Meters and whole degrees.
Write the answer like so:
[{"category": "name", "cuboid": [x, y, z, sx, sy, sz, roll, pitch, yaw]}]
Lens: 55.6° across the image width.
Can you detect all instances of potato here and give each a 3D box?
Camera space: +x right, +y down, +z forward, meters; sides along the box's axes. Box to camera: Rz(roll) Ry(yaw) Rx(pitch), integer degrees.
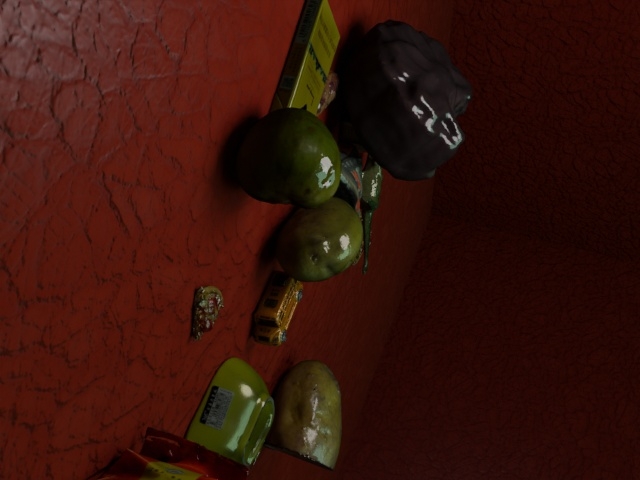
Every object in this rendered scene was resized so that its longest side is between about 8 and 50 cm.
[{"category": "potato", "cuboid": [-0.032, 0.447, 1.613, 0.229, 0.230, 0.265, 73, 31, -62]}, {"category": "potato", "cuboid": [-0.002, 0.000, 1.323, 0.228, 0.197, 0.148, -112, -165, -65]}]

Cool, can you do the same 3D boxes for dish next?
[{"category": "dish", "cuboid": [-0.170, 0.377, 1.227, 0.221, 0.109, 0.262, 86, 24, -46]}]

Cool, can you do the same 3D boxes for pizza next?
[{"category": "pizza", "cuboid": [-0.190, 0.118, 1.069, 0.099, 0.029, 0.100, -33, 136, -69]}, {"category": "pizza", "cuboid": [0.137, -0.026, 2.007, 0.198, 0.062, 0.188, 86, 22, -45]}]

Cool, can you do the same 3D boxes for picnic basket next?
[{"category": "picnic basket", "cuboid": [0.128, -0.307, 1.620, 0.164, 0.115, 0.079, -58, 155, -47]}]

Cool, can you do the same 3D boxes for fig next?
[{"category": "fig", "cuboid": [-0.051, -0.142, 1.045, 0.181, 0.181, 0.190, 69, 21, -64]}]

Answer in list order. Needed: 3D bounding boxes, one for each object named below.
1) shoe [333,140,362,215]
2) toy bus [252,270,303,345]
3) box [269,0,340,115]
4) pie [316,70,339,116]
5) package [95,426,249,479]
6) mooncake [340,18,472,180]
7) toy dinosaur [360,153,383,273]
[{"category": "shoe", "cuboid": [0.047, -0.169, 1.463, 0.336, 0.133, 0.170, 54, 47, -72]}, {"category": "toy bus", "cuboid": [-0.098, 0.149, 1.339, 0.074, 0.070, 0.162, 70, 34, -49]}, {"category": "box", "cuboid": [-0.028, -0.323, 1.205, 0.153, 0.041, 0.278, 43, 64, -73]}, {"category": "pie", "cuboid": [0.009, -0.325, 1.344, 0.092, 0.034, 0.170, 95, 19, -44]}, {"category": "package", "cuboid": [-0.265, 0.418, 0.776, 0.423, 0.196, 0.123, -43, 149, -64]}, {"category": "mooncake", "cuboid": [0.216, -0.353, 1.484, 0.212, 0.351, 0.381, -34, -149, 39]}, {"category": "toy dinosaur", "cuboid": [0.162, -0.139, 1.901, 0.301, 0.087, 0.446, 46, 56, -64]}]
